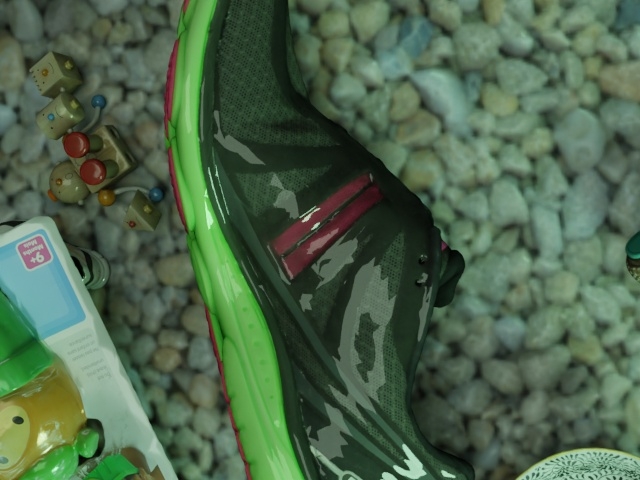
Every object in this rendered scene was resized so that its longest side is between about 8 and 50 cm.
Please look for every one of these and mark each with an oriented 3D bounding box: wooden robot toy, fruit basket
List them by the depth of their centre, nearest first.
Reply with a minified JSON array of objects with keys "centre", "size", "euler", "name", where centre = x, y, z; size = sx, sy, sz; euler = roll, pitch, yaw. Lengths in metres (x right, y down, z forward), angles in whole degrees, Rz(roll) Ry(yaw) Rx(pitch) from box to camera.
[{"centre":[-0.285,0.201,1.350],"size":[0.327,0.165,0.353],"euler":[-24,89,12],"name":"fruit basket"},{"centre":[-0.202,-0.063,1.371],"size":[0.079,0.076,0.173],"euler":[-35,83,22],"name":"wooden robot toy"}]

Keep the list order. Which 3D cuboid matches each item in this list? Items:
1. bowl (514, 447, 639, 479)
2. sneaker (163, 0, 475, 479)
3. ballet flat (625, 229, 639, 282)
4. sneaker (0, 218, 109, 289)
[{"centre":[0.212,0.236,1.275],"size":[0.170,0.080,0.170],"euler":[0,92,12],"name":"bowl"},{"centre":[0.000,0.000,1.293],"size":[0.202,0.185,0.483],"euler":[-14,92,-5],"name":"sneaker"},{"centre":[0.325,-0.026,1.259],"size":[0.206,0.073,0.067],"euler":[-36,110,14],"name":"ballet flat"},{"centre":[-0.229,0.010,1.391],"size":[0.109,0.044,0.040],"euler":[19,98,14],"name":"sneaker"}]
